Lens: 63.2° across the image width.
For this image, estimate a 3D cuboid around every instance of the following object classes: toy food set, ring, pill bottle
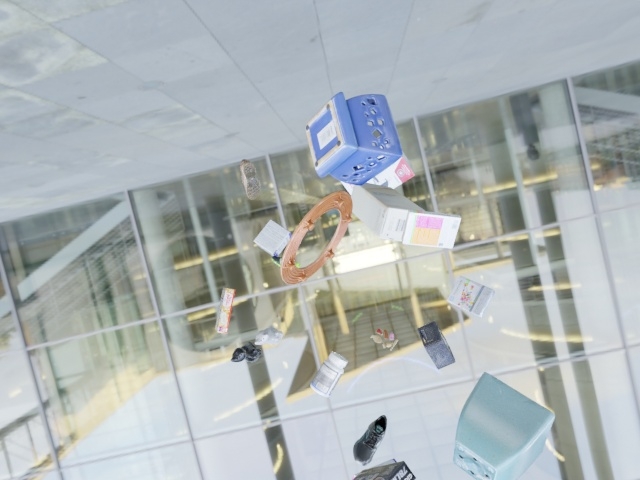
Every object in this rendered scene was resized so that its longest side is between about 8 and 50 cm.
[{"bbox_3d":[0.280,0.420,2.241,0.122,0.078,0.019,34,180,42],"label":"toy food set"},{"bbox_3d":[0.000,0.000,1.605,0.032,0.337,0.336,36,-153,22],"label":"ring"},{"bbox_3d":[0.031,0.454,1.770,0.078,0.137,0.078,31,180,0],"label":"pill bottle"}]

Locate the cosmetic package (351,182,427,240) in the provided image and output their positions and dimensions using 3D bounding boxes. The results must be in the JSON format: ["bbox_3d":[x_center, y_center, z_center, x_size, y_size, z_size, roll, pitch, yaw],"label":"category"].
[{"bbox_3d":[0.229,-0.103,1.817,0.160,0.113,0.309,6,-159,-21],"label":"cosmetic package"}]

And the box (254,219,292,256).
[{"bbox_3d":[-0.228,-0.008,2.523,0.137,0.126,0.072,-53,161,-12],"label":"box"}]

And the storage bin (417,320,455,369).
[{"bbox_3d":[0.487,0.440,2.183,0.084,0.180,0.122,-28,-145,11],"label":"storage bin"}]

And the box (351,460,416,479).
[{"bbox_3d":[0.119,0.829,1.639,0.293,0.073,0.295,-30,169,-36],"label":"box"}]

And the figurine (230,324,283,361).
[{"bbox_3d":[-0.283,0.462,2.301,0.214,0.092,0.209,-38,168,6],"label":"figurine"}]

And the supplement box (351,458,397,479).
[{"bbox_3d":[0.226,0.960,2.033,0.220,0.111,0.114,-2,-147,-39],"label":"supplement box"}]

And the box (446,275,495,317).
[{"bbox_3d":[0.723,0.268,2.503,0.186,0.145,0.038,26,174,45],"label":"box"}]

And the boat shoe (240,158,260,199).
[{"bbox_3d":[-0.284,-0.248,2.086,0.064,0.178,0.060,-23,-137,-17],"label":"boat shoe"}]

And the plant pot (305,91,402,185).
[{"bbox_3d":[0.092,-0.330,1.680,0.212,0.236,0.236,0,160,-35],"label":"plant pot"}]

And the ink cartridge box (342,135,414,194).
[{"bbox_3d":[0.225,-0.293,2.179,0.272,0.197,0.114,-32,-158,20],"label":"ink cartridge box"}]

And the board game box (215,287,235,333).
[{"bbox_3d":[-0.426,0.308,2.315,0.045,0.194,0.147,12,174,-14],"label":"board game box"}]

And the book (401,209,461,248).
[{"bbox_3d":[0.305,-0.031,1.437,0.144,0.096,0.035,7,-151,-4],"label":"book"}]

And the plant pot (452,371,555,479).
[{"bbox_3d":[0.558,0.637,1.670,0.247,0.248,0.252,28,-127,35],"label":"plant pot"}]

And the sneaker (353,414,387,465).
[{"bbox_3d":[0.229,0.898,2.361,0.267,0.101,0.106,-46,163,-51],"label":"sneaker"}]

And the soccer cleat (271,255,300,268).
[{"bbox_3d":[-0.159,0.103,2.406,0.179,0.072,0.060,29,170,43],"label":"soccer cleat"}]
